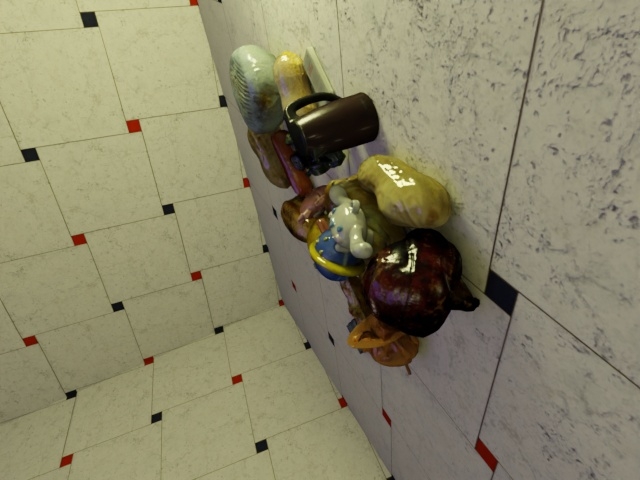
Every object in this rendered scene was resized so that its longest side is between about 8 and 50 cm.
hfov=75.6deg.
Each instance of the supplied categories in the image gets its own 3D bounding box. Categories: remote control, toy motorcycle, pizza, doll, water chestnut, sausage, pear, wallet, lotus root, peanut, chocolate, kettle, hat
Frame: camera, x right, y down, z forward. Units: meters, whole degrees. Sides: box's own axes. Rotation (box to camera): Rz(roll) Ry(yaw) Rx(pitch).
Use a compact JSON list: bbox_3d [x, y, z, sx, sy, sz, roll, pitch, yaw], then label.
[{"bbox_3d":[-0.007,-0.538,1.375,0.190,0.029,0.087,66,164,8],"label":"remote control"},{"bbox_3d":[-0.003,-0.313,1.417,0.275,0.127,0.205,5,140,45],"label":"toy motorcycle"},{"bbox_3d":[0.169,0.273,1.609,0.071,0.189,0.297,-34,71,28],"label":"pizza"},{"bbox_3d":[-0.013,-0.148,1.592,0.093,0.211,0.262,46,173,-7],"label":"doll"},{"bbox_3d":[0.240,0.116,1.034,0.244,0.289,0.289,57,161,19],"label":"water chestnut"},{"bbox_3d":[-0.130,-0.351,1.893,0.331,0.102,0.102,66,164,4],"label":"sausage"},{"bbox_3d":[0.081,0.016,1.105,0.243,0.159,0.311,-62,21,14],"label":"doll"},{"bbox_3d":[0.048,-0.004,1.597,0.209,0.208,0.209,57,161,33],"label":"pear"},{"bbox_3d":[0.192,0.474,2.039,0.167,0.036,0.222,63,165,17],"label":"wallet"},{"bbox_3d":[-0.065,-0.080,1.906,0.291,0.193,0.193,48,155,42],"label":"lotus root"},{"bbox_3d":[0.196,-0.123,1.052,0.319,0.147,0.148,46,153,46],"label":"peanut"},{"bbox_3d":[0.025,-0.013,1.353,0.147,0.030,0.035,65,157,21],"label":"sausage"},{"bbox_3d":[-0.085,-0.518,1.491,0.134,0.134,0.310,-161,54,-69],"label":"chocolate"},{"bbox_3d":[0.021,-0.340,1.175,0.202,0.232,0.144,65,163,12],"label":"kettle"},{"bbox_3d":[-0.240,-0.432,2.024,0.192,0.169,0.387,156,91,-80],"label":"peanut"},{"bbox_3d":[0.258,0.393,1.454,0.233,0.244,0.233,58,175,-16],"label":"hat"}]

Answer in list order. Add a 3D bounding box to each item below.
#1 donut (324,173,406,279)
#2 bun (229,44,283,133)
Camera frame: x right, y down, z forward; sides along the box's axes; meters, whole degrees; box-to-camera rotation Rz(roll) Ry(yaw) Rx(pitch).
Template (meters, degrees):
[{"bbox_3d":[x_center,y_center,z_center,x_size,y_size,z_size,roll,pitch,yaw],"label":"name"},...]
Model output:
[{"bbox_3d":[0.130,-0.040,1.337,0.360,0.169,0.360,57,159,37],"label":"donut"},{"bbox_3d":[-0.242,-0.625,1.701,0.362,0.211,0.362,159,90,-77],"label":"bun"}]
